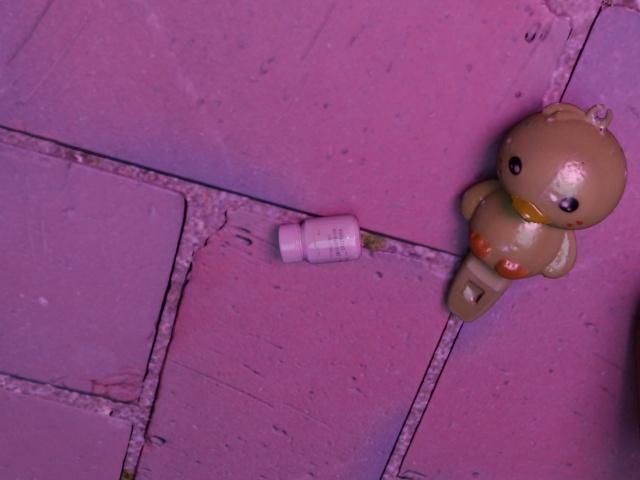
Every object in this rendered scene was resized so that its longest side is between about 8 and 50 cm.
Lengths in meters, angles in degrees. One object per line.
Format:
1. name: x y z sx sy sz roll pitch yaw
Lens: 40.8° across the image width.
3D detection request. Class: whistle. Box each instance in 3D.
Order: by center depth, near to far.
1. whistle: 0.212 -0.018 0.902 0.141 0.141 0.294 26 114 -11

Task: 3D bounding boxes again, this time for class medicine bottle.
1. medicine bottle: 0.000 0.000 0.962 0.089 0.052 0.052 -6 116 5

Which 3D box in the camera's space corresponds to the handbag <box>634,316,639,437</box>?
1. handbag: 0.433 0.202 0.942 0.149 0.283 0.302 -2 78 2
